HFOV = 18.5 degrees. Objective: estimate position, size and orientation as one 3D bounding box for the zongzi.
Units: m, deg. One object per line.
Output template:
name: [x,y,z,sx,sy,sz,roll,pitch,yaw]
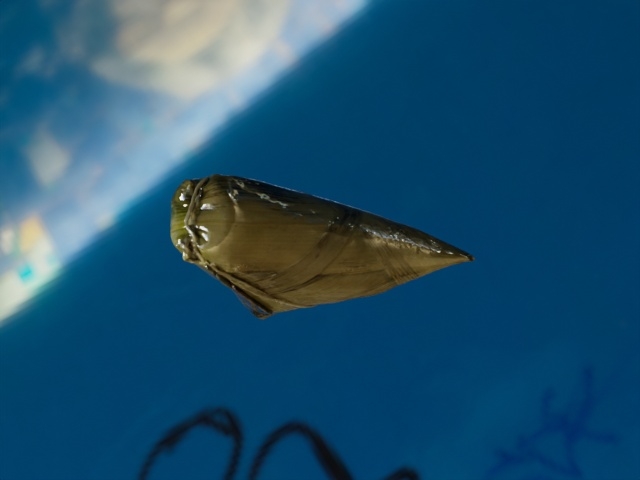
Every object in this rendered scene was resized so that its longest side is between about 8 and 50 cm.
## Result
zongzi: [0.000,0.000,0.643,0.083,0.040,0.076,-2,-18,22]
